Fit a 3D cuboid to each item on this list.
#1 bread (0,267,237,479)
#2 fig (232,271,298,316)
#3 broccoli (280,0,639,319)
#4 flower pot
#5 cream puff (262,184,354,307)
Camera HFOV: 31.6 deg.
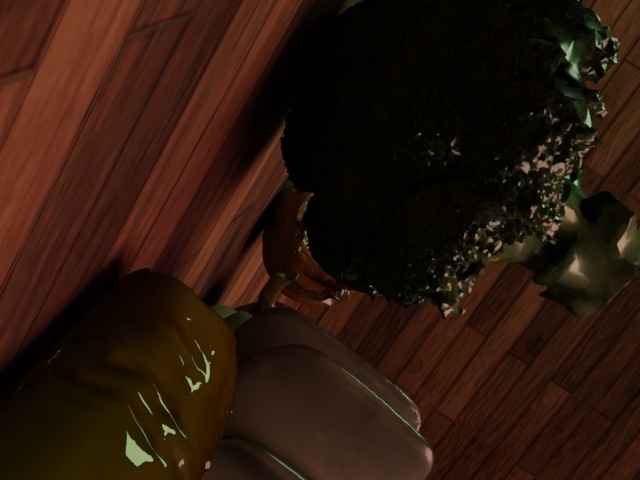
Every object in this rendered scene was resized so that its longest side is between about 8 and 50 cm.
[{"bbox_3d":[-0.146,0.161,0.510,0.166,0.112,0.383,-59,176,36],"label":"bread"},{"bbox_3d":[-0.054,0.107,1.047,0.159,0.159,0.257,-54,169,-40],"label":"fig"},{"bbox_3d":[0.101,-0.048,0.748,0.270,0.270,0.270,-43,-161,20],"label":"broccoli"},{"bbox_3d":[-0.086,0.176,0.828,0.254,0.164,0.367,-54,-164,-13],"label":"flower pot"},{"bbox_3d":[0.000,0.000,1.088,0.133,0.119,0.104,-33,-175,-42],"label":"cream puff"}]
